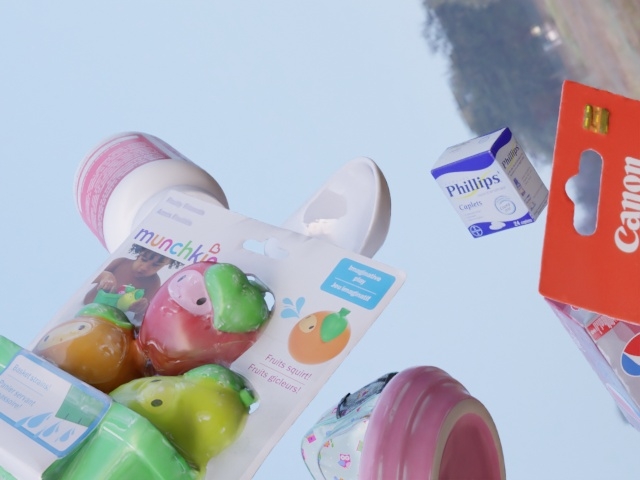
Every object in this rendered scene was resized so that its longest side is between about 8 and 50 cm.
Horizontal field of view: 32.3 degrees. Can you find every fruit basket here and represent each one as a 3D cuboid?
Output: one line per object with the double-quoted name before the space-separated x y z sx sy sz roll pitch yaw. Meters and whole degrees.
"fruit basket" -0.148 0.104 0.966 0.353 0.327 0.165 -54 -43 -18

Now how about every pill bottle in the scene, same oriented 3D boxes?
"pill bottle" -0.301 -0.054 2.010 0.229 0.229 0.407 53 171 -27

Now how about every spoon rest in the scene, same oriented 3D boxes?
"spoon rest" 0.000 0.000 1.287 0.084 0.276 0.137 13 -118 -21

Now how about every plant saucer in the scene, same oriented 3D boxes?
"plant saucer" 0.160 0.328 1.430 0.332 0.084 0.332 11 -103 -58

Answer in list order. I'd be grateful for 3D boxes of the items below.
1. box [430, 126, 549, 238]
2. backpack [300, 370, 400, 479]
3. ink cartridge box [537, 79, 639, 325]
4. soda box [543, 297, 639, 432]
"box" 0.258 -0.086 1.679 0.137 0.126 0.072 54 -130 -16
"backpack" 0.068 0.303 1.584 0.166 0.188 0.144 56 -146 -7
"ink cartridge box" 0.450 -0.037 1.217 0.091 0.384 0.308 108 177 -60
"soda box" 0.382 0.144 1.346 0.263 0.083 0.092 52 176 -29
